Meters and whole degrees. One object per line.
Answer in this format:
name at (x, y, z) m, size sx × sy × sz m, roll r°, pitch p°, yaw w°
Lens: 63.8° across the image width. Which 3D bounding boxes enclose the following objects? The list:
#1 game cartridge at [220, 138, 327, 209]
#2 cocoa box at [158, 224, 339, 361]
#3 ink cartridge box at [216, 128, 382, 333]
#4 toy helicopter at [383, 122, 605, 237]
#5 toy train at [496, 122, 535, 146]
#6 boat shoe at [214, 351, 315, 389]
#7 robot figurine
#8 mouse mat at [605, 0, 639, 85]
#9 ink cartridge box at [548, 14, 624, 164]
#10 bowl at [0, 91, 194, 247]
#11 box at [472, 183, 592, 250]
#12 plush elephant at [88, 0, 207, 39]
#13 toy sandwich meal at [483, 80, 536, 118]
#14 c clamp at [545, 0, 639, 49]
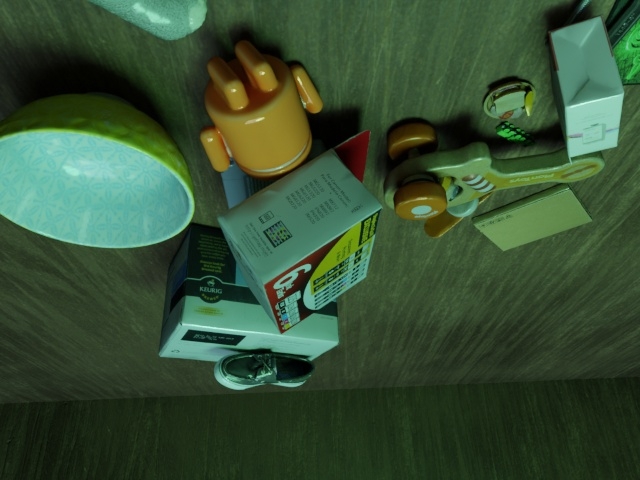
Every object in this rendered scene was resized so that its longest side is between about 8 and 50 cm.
game cartridge at (-0.074, -0.082, 0.962) m, size 0.198 × 0.062 × 0.297 m, roll -5°, pitch 151°, yaw -5°
cocoa box at (-0.163, 0.140, 1.167) m, size 0.348 × 0.227 × 0.231 m, roll 12°, pitch 148°, yaw -24°
ink cartridge box at (0.000, 0.000, 0.861) m, size 0.272 × 0.130 × 0.309 m, roll -33°, pitch 161°, yaw -12°
toy helicopter at (0.286, -0.098, 0.878) m, size 0.356 × 0.140 × 0.235 m, roll -8°, pitch 157°, yaw 10°
toy train at (0.329, -0.175, 0.865) m, size 0.083 × 0.017 × 0.024 m, roll 17°, pitch 155°, yaw -31°
boat shoe at (-0.111, 0.275, 1.102) m, size 0.229 × 0.080 × 0.076 m, roll 17°, pitch 139°, yaw -33°
robot figurine at (-0.081, -0.171, 0.728) m, size 0.128 × 0.157 × 0.219 m, roll 12°, pitch 154°, yaw 18°
mouse mat at (0.455, -0.281, 0.699) m, size 0.153 × 0.007 × 0.189 m, roll -4°, pitch 150°, yaw 2°
ink cartridge box at (0.361, -0.193, 0.704) m, size 0.067 × 0.115 × 0.198 m, roll -11°, pitch 162°, yaw 24°
bowl at (-0.329, -0.123, 0.761) m, size 0.290 × 0.155 × 0.289 m, roll -2°, pitch 151°, yaw -1°
box at (0.455, -0.044, 1.103) m, size 0.201 × 0.021 × 0.164 m, roll -24°, pitch 144°, yaw 32°
plush elephant at (-0.216, -0.340, 0.335) m, size 0.255 × 0.272 × 0.330 m, roll -59°, pitch 165°, yaw 15°
toy sandwich meal at (0.291, -0.210, 0.786) m, size 0.086 × 0.029 × 0.085 m, roll -2°, pitch 151°, yaw -1°
c clamp at (0.346, -0.292, 0.654) m, size 0.137 × 0.022 × 0.160 m, roll -1°, pitch 151°, yaw -7°
